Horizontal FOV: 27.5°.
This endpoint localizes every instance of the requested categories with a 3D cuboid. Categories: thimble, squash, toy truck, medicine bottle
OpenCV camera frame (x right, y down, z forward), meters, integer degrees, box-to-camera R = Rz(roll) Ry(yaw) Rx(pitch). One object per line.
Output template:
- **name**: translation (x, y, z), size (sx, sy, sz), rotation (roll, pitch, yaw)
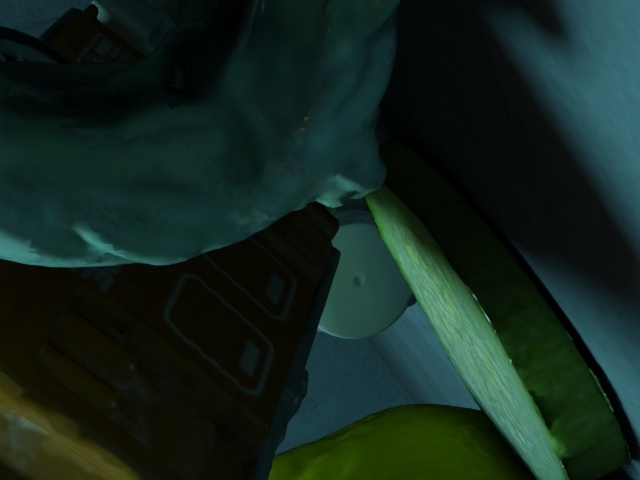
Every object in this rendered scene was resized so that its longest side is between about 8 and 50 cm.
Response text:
- **thimble**: translation (-0.073, -0.091, 0.365), size (0.211, 0.185, 0.149), rotation (43, -177, -27)
- **squash**: translation (0.089, 0.039, 0.702), size (0.219, 0.041, 0.219), rotation (58, 175, 8)
- **toy truck**: translation (-0.098, 0.011, 0.597), size (0.207, 0.173, 0.387), rotation (36, -152, -9)
- **medicine bottle**: translation (0.000, 0.000, 0.910), size (0.107, 0.107, 0.191), rotation (55, 176, -21)

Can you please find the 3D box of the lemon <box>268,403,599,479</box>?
- **lemon**: translation (0.075, 0.275, 0.836), size (0.348, 0.348, 0.348), rotation (54, 177, 4)
